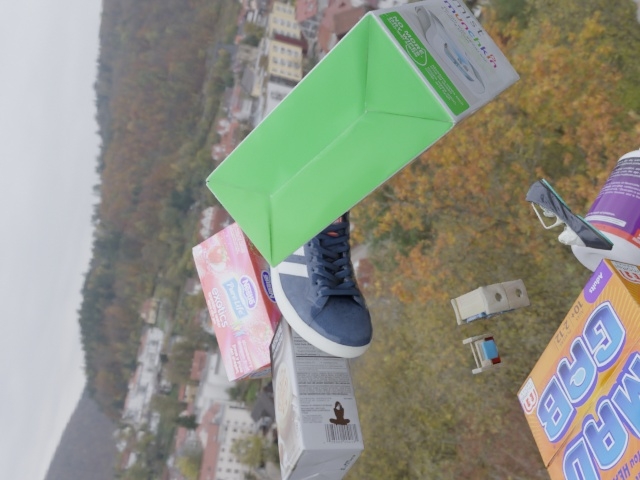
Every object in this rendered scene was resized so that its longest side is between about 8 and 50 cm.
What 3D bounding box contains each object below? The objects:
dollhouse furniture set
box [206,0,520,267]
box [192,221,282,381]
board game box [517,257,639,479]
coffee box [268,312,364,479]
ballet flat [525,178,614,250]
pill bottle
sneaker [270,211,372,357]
[{"bbox_3d":[0.422,0.204,1.513,0.129,0.129,0.184,-42,59,61],"label":"dollhouse furniture set"},{"bbox_3d":[0.046,-0.122,0.680,0.262,0.127,0.231,-38,-1,37],"label":"box"},{"bbox_3d":[-0.136,0.127,1.334,0.142,0.154,0.300,-29,69,27],"label":"box"},{"bbox_3d":[0.619,0.301,1.084,0.356,0.356,0.356,-95,19,-56],"label":"board game box"},{"bbox_3d":[-0.014,0.242,1.016,0.141,0.098,0.246,112,156,-45],"label":"coffee box"},{"bbox_3d":[0.496,-0.037,1.294,0.203,0.074,0.074,50,140,22],"label":"ballet flat"},{"bbox_3d":[0.717,-0.074,1.431,0.323,0.181,0.181,-56,10,-11],"label":"pill bottle"},{"bbox_3d":[0.000,0.000,0.935,0.148,0.131,0.350,-58,43,35],"label":"sneaker"}]
